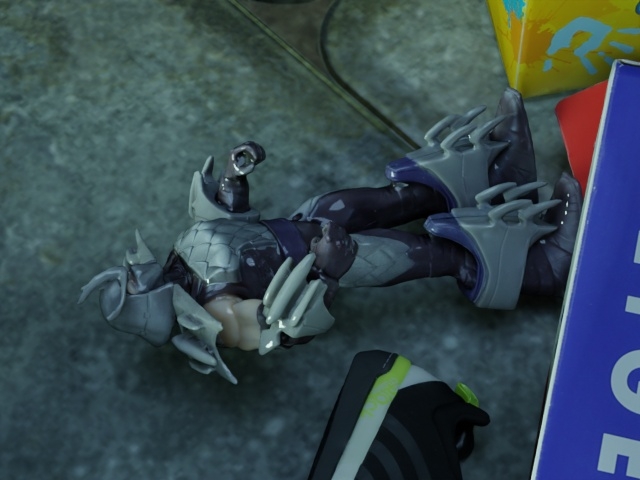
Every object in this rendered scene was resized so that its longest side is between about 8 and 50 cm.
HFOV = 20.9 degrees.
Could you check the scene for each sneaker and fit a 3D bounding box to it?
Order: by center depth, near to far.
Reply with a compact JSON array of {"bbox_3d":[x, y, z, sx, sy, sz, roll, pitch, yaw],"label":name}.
[{"bbox_3d":[0.037,0.143,0.881,0.097,0.084,0.234,21,43,1],"label":"sneaker"}]

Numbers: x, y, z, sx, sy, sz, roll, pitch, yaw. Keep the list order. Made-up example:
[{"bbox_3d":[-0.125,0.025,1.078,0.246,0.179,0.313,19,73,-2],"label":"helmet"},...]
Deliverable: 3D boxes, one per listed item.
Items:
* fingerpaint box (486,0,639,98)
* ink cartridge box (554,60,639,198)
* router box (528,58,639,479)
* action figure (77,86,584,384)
[{"bbox_3d":[0.320,-0.285,1.003,0.445,0.371,0.163,-10,57,-4],"label":"fingerpaint box"},{"bbox_3d":[0.266,-0.056,1.002,0.231,0.078,0.134,-21,55,16],"label":"ink cartridge box"},{"bbox_3d":[0.126,0.143,0.768,0.082,0.301,0.335,11,57,8],"label":"router box"},{"bbox_3d":[0.000,0.000,0.977,0.285,0.099,0.185,-14,35,-18],"label":"action figure"}]
